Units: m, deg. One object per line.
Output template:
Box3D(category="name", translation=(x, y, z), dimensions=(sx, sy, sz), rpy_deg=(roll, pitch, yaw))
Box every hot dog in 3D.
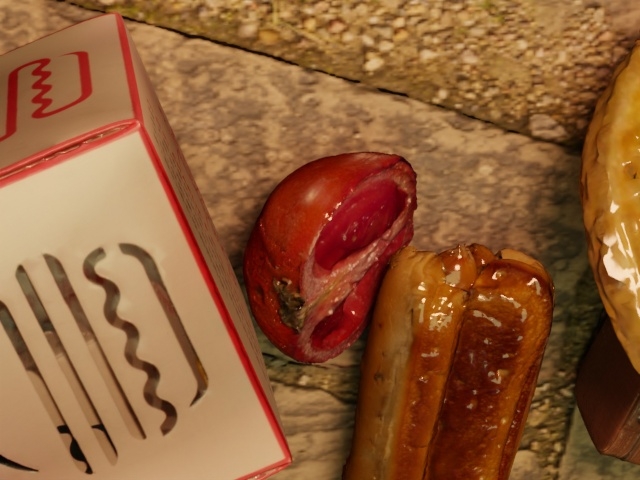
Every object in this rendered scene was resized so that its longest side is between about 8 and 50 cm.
Box3D(category="hot dog", translation=(0.105, 0.151, 1.436), dimensions=(0.158, 0.117, 0.349), rpy_deg=(3, 118, -12))

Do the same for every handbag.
Box3D(category="handbag", translation=(0.305, 0.095, 1.429), dimensions=(0.072, 0.151, 0.193), rpy_deg=(18, 111, -13))

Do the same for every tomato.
Box3D(category="tomato", translation=(0.000, 0.000, 1.354), dimensions=(0.173, 0.099, 0.189), rpy_deg=(-38, 148, -39))

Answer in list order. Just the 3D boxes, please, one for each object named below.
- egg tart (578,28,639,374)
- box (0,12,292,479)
Box3D(category="egg tart", translation=(0.424, -0.024, 1.292), dimensions=(0.443, 0.178, 0.443), rpy_deg=(5, 75, -19))
Box3D(category="box", translation=(-0.225, 0.043, 1.227), dimensions=(0.300, 0.312, 0.314), rpy_deg=(-22, 114, 0))
